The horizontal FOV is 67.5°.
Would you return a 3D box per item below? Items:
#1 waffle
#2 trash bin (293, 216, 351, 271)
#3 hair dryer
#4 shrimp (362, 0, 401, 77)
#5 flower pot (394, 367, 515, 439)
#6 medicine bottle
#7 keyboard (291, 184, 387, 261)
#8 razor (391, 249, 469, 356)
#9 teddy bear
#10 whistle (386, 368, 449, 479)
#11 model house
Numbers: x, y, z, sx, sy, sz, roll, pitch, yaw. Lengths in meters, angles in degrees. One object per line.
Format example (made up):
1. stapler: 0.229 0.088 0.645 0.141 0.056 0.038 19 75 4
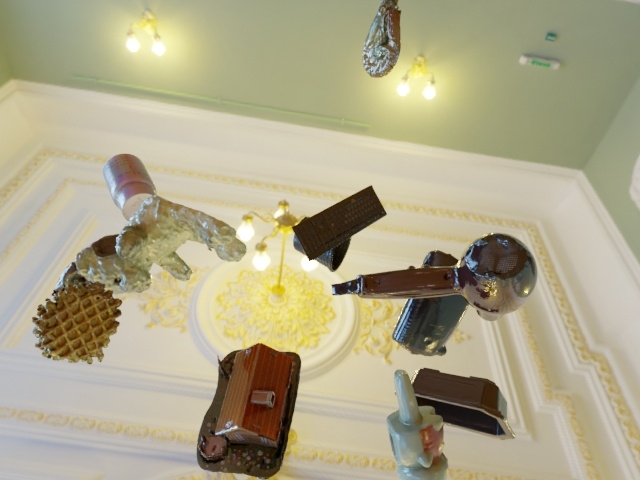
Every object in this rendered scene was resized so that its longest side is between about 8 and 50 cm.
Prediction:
1. waffle: -0.559 0.186 1.109 0.070 0.197 0.193 16 -179 37
2. trash bin: 0.000 0.000 1.577 0.161 0.175 0.175 18 -139 17
3. hair dryer: 0.191 0.088 0.853 0.340 0.312 0.123 -5 -113 10
4. shrimp: 0.164 -0.507 1.180 0.115 0.217 0.051 37 -142 28
5. flower pot: 0.310 0.360 1.090 0.250 0.179 0.084 1 -127 38
6. medicine bottle: -0.660 -0.183 1.679 0.152 0.152 0.254 -17 -133 -28
7. keyboard: 0.037 -0.032 0.796 0.198 0.010 0.064 -31 -85 -37
8. razor: 0.371 0.209 1.542 0.204 0.349 0.113 19 -171 -17
9. teddy bear: -0.449 0.075 1.282 0.375 0.327 0.362 25 -105 14
10. whistle: 0.169 0.351 0.846 0.105 0.253 0.101 -17 -175 -35
11. model house: -0.167 0.341 1.053 0.207 0.154 0.294 2 -131 10
